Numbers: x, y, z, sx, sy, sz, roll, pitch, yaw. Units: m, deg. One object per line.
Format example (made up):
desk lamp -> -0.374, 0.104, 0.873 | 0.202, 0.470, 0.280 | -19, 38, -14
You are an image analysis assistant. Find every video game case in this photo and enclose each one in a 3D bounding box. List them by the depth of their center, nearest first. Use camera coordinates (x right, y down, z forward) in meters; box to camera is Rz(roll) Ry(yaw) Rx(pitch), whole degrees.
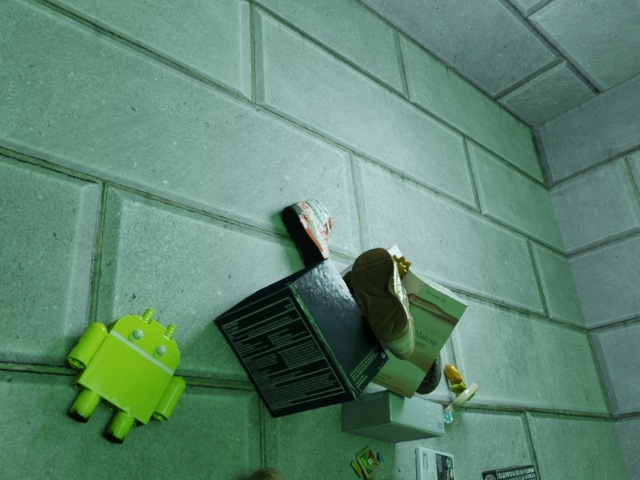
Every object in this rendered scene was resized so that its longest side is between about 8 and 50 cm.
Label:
video game case -> 0.357, 0.746, 1.709 | 0.173, 0.022, 0.190 | 27, 51, -34

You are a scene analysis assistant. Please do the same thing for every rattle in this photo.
rattle -> 0.424, 0.522, 1.868 | 0.200, 0.130, 0.142 | -32, 82, -23

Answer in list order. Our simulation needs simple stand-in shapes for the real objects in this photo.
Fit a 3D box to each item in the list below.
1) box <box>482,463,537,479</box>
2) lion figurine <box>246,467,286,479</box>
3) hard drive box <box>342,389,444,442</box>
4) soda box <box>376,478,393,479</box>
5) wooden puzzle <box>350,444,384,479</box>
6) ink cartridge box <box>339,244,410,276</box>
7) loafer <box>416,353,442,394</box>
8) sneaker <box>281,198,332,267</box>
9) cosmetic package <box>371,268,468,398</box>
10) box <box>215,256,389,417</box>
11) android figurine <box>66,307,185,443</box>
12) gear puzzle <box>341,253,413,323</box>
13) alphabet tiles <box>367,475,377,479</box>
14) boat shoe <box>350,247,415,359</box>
box -> 0.678, 0.903, 1.930 | 0.270, 0.060, 0.216 | 13, 61, -41
lion figurine -> -0.201, 0.614, 1.102 | 0.392, 0.142, 0.240 | 2, 68, -45
hard drive box -> 0.204, 0.498, 1.561 | 0.232, 0.181, 0.089 | 26, 52, -36
soda box -> 0.173, 0.767, 1.442 | 0.092, 0.083, 0.263 | -3, 72, -46
wooden puzzle -> 0.135, 0.617, 1.547 | 0.116, 0.014, 0.078 | -24, 82, -51
ink cartridge box -> 0.184, 0.192, 1.693 | 0.197, 0.198, 0.270 | -36, 97, -50
loafer -> 0.339, 0.322, 1.833 | 0.130, 0.134, 0.365 | 30, 50, -49
sneaker -> 0.000, -0.001, 1.689 | 0.145, 0.090, 0.270 | -24, 85, -47
cosmetic package -> 0.239, 0.248, 1.483 | 0.153, 0.296, 0.129 | 26, 7, -17
box -> -0.046, 0.237, 1.349 | 0.183, 0.296, 0.294 | -36, 97, -50
android figurine -> -0.394, 0.268, 1.157 | 0.248, 0.056, 0.273 | 44, 45, -21
gear puzzle -> 0.115, 0.162, 1.542 | 0.175, 0.339, 0.044 | 54, 12, -3
alphabet tiles -> 0.156, 0.772, 1.493 | 0.198, 0.009, 0.237 | -15, 80, -49
boat shoe -> 0.156, 0.150, 1.394 | 0.341, 0.122, 0.110 | -96, 163, -53
